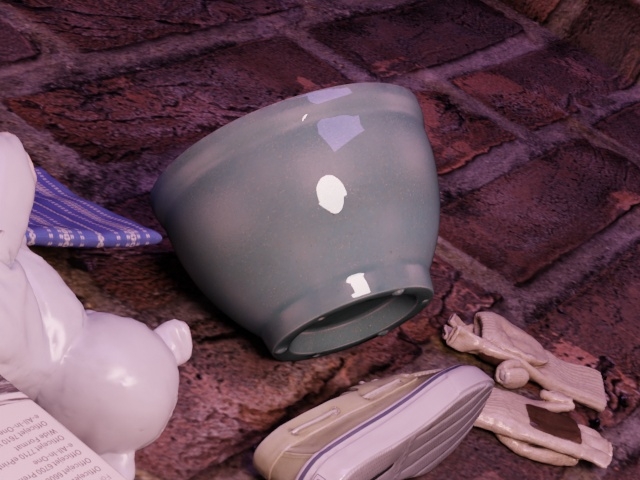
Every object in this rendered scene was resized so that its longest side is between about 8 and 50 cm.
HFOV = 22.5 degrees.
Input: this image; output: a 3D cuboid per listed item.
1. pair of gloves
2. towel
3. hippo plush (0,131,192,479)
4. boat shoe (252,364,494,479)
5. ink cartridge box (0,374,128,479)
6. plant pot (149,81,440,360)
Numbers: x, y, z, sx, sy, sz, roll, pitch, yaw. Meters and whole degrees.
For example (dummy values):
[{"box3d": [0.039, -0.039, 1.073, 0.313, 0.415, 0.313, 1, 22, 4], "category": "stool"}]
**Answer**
[{"box3d": [0.223, 0.156, 1.747, 0.204, 0.042, 0.240, 25, 25, -2], "category": "pair of gloves"}, {"box3d": [-0.350, -0.042, 1.507, 0.336, 0.040, 0.243, 2, 15, -40], "category": "towel"}, {"box3d": [-0.216, 0.058, 1.275, 0.237, 0.234, 0.294, 26, -19, -27], "category": "hippo plush"}, {"box3d": [0.058, 0.169, 1.497, 0.094, 0.109, 0.302, 36, 30, 23], "category": "boat shoe"}, {"box3d": [-0.279, 0.181, 1.019, 0.307, 0.223, 0.129, 36, 28, 19], "category": "ink cartridge box"}, {"box3d": [0.000, 0.000, 1.606, 0.293, 0.293, 0.196, -3, 64, -46], "category": "plant pot"}]
